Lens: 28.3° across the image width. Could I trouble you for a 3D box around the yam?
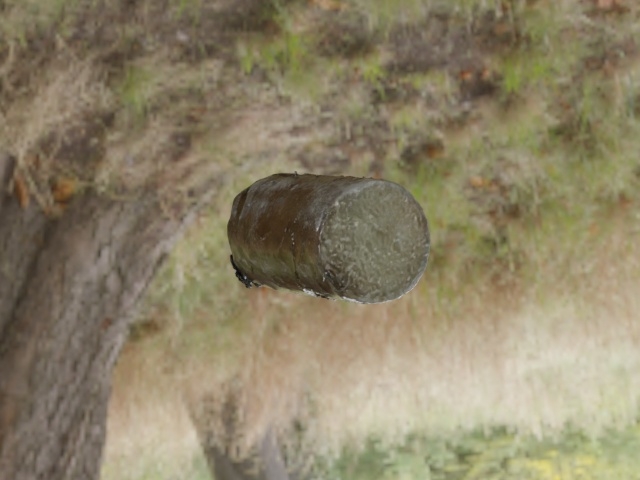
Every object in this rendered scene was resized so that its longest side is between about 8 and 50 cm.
[{"bbox_3d":[0.000,-0.002,0.759,0.079,0.079,0.141,16,177,-28],"label":"yam"}]
